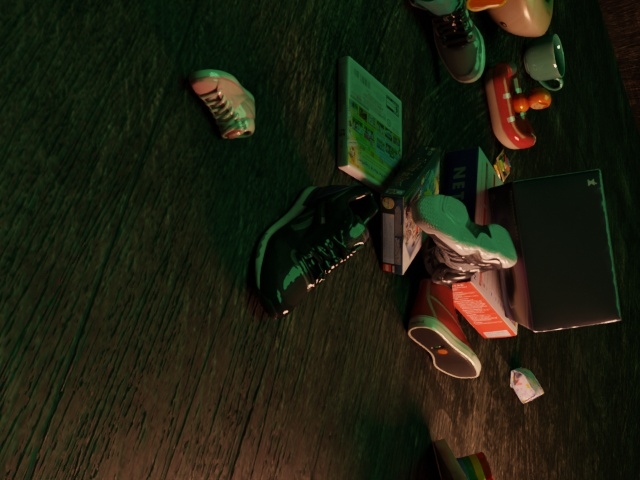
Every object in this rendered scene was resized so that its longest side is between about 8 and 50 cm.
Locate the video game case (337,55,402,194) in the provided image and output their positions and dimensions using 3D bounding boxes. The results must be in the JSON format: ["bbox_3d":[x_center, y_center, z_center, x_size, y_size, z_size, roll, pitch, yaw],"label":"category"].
[{"bbox_3d":[0.093,-0.199,1.626,0.227,0.026,0.206,25,62,-58],"label":"video game case"}]

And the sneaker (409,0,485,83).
[{"bbox_3d":[0.273,-0.486,1.906,0.178,0.123,0.296,-16,90,-66],"label":"sneaker"}]

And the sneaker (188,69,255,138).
[{"bbox_3d":[-0.128,-0.179,1.198,0.134,0.051,0.070,27,55,-61],"label":"sneaker"}]

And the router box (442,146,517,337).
[{"bbox_3d":[0.365,0.008,2.003,0.301,0.082,0.336,44,47,-48],"label":"router box"}]

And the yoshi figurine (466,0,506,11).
[{"bbox_3d":[0.346,-0.730,2.066,0.203,0.203,0.362,18,64,-38],"label":"yoshi figurine"}]

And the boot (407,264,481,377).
[{"bbox_3d":[0.261,0.158,1.785,0.244,0.088,0.176,48,42,-40],"label":"boot"}]

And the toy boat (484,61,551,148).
[{"bbox_3d":[0.523,-0.355,2.298,0.151,0.151,0.231,-32,112,-58],"label":"toy boat"}]

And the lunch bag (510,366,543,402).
[{"bbox_3d":[0.508,0.358,2.208,0.071,0.053,0.083,4,55,-60],"label":"lunch bag"}]

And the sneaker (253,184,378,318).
[{"bbox_3d":[0.000,0.000,1.310,0.107,0.124,0.283,64,34,-29],"label":"sneaker"}]

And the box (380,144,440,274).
[{"bbox_3d":[0.172,-0.062,1.670,0.233,0.044,0.159,-50,143,-53],"label":"box"}]

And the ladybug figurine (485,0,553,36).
[{"bbox_3d":[0.503,-0.753,2.343,0.305,0.161,0.450,1,83,-61],"label":"ladybug figurine"}]

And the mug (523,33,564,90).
[{"bbox_3d":[0.667,-0.530,2.652,0.129,0.097,0.158,0,84,-61],"label":"mug"}]

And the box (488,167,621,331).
[{"bbox_3d":[0.464,0.017,1.806,0.294,0.182,0.296,1,81,-89],"label":"box"}]

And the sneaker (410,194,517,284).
[{"bbox_3d":[0.233,0.010,1.651,0.268,0.153,0.101,23,51,-36],"label":"sneaker"}]

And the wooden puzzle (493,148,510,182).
[{"bbox_3d":[0.481,-0.196,2.328,0.116,0.014,0.079,-54,130,-52],"label":"wooden puzzle"}]

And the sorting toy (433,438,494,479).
[{"bbox_3d":[0.305,0.524,1.642,0.257,0.089,0.256,-116,-169,-77],"label":"sorting toy"}]
